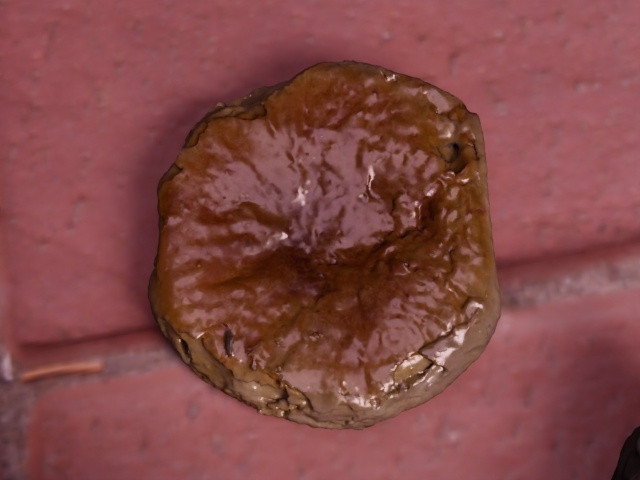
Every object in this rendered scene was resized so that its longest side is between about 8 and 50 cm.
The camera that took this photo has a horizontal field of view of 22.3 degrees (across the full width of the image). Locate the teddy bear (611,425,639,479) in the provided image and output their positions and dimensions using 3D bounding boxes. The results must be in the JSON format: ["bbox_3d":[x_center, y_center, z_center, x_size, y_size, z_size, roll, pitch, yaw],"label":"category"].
[{"bbox_3d":[0.139,0.183,0.681,0.251,0.144,0.171,-42,78,-10],"label":"teddy bear"}]

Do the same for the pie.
[{"bbox_3d":[0.000,0.000,0.817,0.195,0.046,0.195,-2,68,5],"label":"pie"}]
